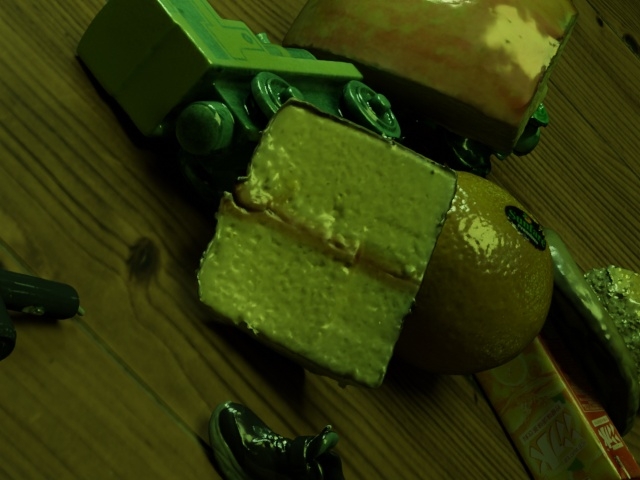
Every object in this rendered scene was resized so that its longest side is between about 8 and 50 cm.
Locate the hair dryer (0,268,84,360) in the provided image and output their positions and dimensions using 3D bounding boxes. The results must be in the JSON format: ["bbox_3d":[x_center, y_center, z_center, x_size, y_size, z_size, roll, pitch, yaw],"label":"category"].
[{"bbox_3d":[-0.253,0.050,1.446,0.219,0.071,0.124,17,43,-62],"label":"hair dryer"}]

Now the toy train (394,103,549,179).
[{"bbox_3d":[0.181,-0.207,2.370,0.266,0.145,0.202,28,31,-40],"label":"toy train"}]

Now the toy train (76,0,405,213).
[{"bbox_3d":[-0.066,-0.154,1.915,0.237,0.150,0.369,53,24,17],"label":"toy train"}]

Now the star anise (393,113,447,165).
[{"bbox_3d":[0.120,-0.082,2.156,0.272,0.102,0.272,41,28,-27],"label":"star anise"}]

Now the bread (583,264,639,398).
[{"bbox_3d":[0.421,0.126,2.348,0.245,0.121,0.174,18,33,-42],"label":"bread"}]

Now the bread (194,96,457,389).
[{"bbox_3d":[0.000,0.000,1.705,0.178,0.240,0.135,29,-10,-37],"label":"bread"}]

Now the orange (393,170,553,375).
[{"bbox_3d":[0.139,0.035,1.910,0.236,0.236,0.236,38,29,-25],"label":"orange"}]

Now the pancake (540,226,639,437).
[{"bbox_3d":[0.296,0.100,2.108,0.294,0.049,0.294,62,-4,8],"label":"pancake"}]

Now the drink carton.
[{"bbox_3d":[0.264,0.198,2.029,0.071,0.096,0.223,6,50,-56],"label":"drink carton"}]

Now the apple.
[{"bbox_3d":[0.130,-0.241,2.152,0.309,0.252,0.314,27,43,5],"label":"apple"}]

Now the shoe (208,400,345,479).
[{"bbox_3d":[-0.020,0.196,1.576,0.169,0.099,0.071,51,28,0],"label":"shoe"}]
